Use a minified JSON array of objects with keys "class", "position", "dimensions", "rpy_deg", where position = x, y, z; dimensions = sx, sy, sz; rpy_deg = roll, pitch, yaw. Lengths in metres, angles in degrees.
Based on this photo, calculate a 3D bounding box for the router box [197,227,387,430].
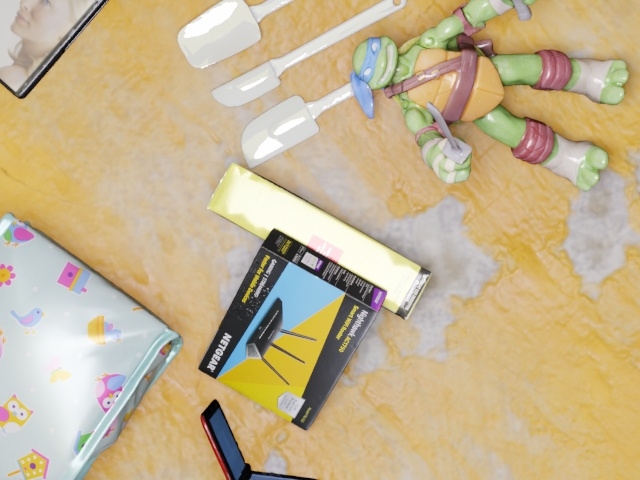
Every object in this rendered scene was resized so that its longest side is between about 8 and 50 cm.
[{"class":"router box","position":[-0.030,0.091,1.578],"dimensions":[0.133,0.046,0.179],"rpy_deg":[29,125,1]}]

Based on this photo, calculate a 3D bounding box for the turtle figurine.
[{"class":"turtle figurine","position":[0.181,-0.149,1.517],"dimensions":[0.266,0.274,0.197],"rpy_deg":[14,57,-22]}]

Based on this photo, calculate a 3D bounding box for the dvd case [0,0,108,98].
[{"class":"dvd case","position":[-0.300,-0.300,1.639],"dimensions":[0.180,0.022,0.253],"rpy_deg":[41,91,1]}]

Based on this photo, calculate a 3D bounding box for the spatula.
[{"class":"spatula","position":[-0.010,-0.205,1.632],"dimensions":[0.242,0.019,0.168],"rpy_deg":[-29,89,2]}]

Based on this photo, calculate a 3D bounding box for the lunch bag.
[{"class":"lunch bag","position":[-0.298,0.140,1.575],"dimensions":[0.223,0.160,0.262],"rpy_deg":[35,86,1]}]

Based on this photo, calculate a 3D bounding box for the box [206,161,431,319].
[{"class":"box","position":[0.000,0.000,1.600],"dimensions":[0.232,0.087,0.058],"rpy_deg":[30,91,0]}]

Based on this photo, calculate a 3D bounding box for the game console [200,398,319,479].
[{"class":"game console","position":[-0.058,0.215,1.572],"dimensions":[0.124,0.144,0.085],"rpy_deg":[7,92,2]}]
